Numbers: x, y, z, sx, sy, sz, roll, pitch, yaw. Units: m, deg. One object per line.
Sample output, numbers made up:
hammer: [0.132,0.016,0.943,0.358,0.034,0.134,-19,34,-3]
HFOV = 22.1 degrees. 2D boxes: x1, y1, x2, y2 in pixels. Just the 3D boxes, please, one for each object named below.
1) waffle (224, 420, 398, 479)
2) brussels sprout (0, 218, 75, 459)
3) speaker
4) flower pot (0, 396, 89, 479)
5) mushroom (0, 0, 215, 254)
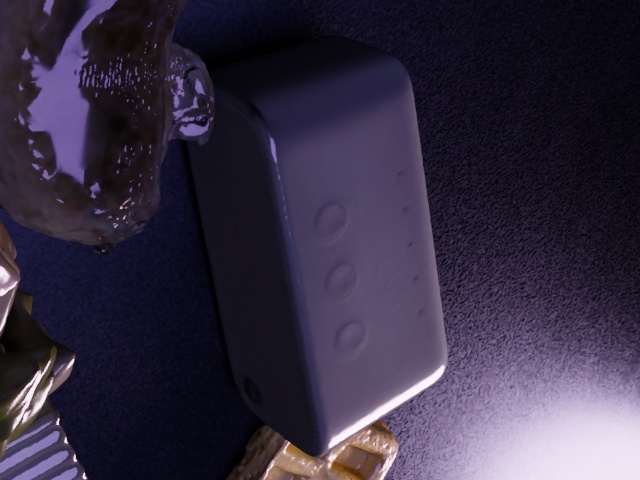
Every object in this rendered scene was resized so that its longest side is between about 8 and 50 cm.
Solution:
waffle: [-0.036,0.305,1.865,0.168,0.057,0.274,30,94,-37]
brussels sprout: [-0.440,0.042,1.325,0.361,0.342,0.425,-31,106,-2]
speaker: [0.000,0.000,1.678,0.184,0.183,0.406,-24,121,-26]
flower pot: [-0.340,0.210,1.545,0.190,0.239,0.209,-29,91,-15]
mushroom: [-0.207,-0.151,1.488,0.247,0.130,0.344,15,106,-13]
